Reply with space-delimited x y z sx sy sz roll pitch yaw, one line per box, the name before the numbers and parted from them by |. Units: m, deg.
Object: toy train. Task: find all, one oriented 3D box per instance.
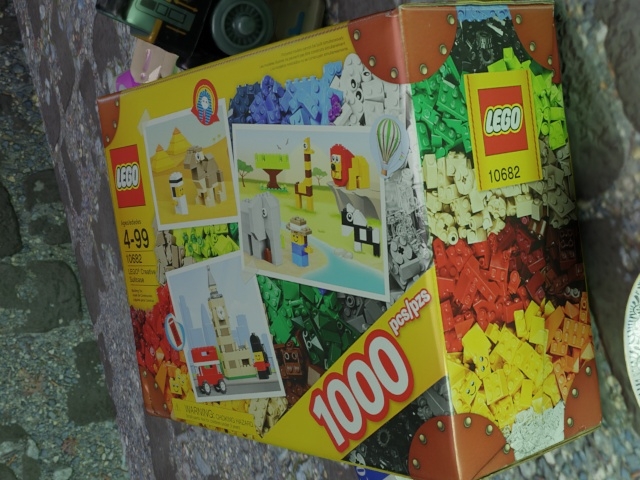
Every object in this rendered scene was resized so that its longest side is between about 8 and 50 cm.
toy train | -0.121 -0.353 1.131 0.142 0.190 0.333 37 106 59

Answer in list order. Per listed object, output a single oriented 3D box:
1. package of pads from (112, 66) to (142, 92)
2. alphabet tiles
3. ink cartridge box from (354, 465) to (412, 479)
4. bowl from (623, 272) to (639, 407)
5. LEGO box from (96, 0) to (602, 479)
package of pads | -0.146 -0.136 1.337 0.229 0.101 0.296 -23 75 28
alphabet tiles | -0.125 -0.255 1.264 0.284 0.021 0.277 13 91 33
ink cartridge box | 0.090 0.292 1.171 0.207 0.046 0.097 69 151 23
bowl | 0.288 0.075 0.649 0.170 0.080 0.170 33 128 56
LEGO box | 0.000 0.000 0.974 0.500 0.193 0.372 -3 97 52
